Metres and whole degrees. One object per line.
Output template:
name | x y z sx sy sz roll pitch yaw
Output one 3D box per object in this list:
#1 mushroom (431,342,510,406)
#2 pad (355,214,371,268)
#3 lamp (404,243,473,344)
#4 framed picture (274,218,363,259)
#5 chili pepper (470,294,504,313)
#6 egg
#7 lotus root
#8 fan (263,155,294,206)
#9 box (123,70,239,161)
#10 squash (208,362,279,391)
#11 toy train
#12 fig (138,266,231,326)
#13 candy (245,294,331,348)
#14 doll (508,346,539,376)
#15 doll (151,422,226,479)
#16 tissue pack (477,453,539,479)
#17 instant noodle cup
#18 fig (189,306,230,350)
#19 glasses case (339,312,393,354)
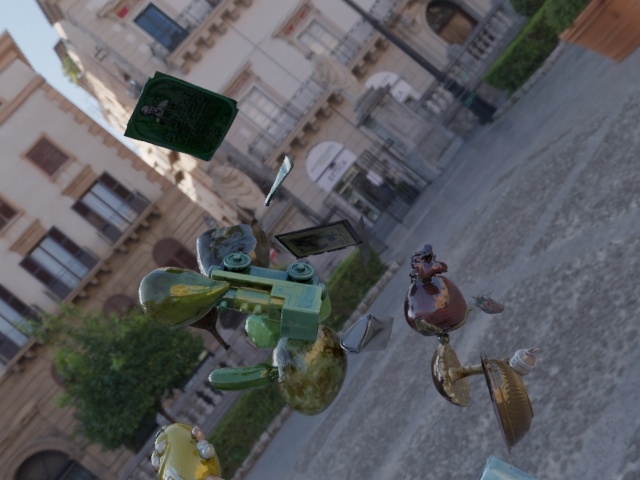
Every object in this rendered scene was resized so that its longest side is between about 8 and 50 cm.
mushroom | 0.512 0.463 2.037 0.233 0.301 0.208 21 -97 -51
pad | 0.145 0.005 2.053 0.003 0.157 0.112 -4 31 20
lamp | 0.265 0.144 1.470 0.151 0.223 0.215 -33 -12 -3
framed picture | 0.000 0.000 1.590 0.199 0.010 0.195 -13 -21 12
chili pepper | 0.446 0.172 1.610 0.041 0.050 0.153 -39 -37 23
egg | -0.033 0.393 1.873 0.238 0.238 0.289 130 139 -65
lotus root | -0.302 0.079 2.157 0.149 0.267 0.260 98 161 -44
fan | -0.113 -0.152 1.601 0.016 0.038 0.193 -7 -30 -33
box | -0.476 -0.438 2.079 0.264 0.336 0.106 -55 40 26
squash | -0.220 0.392 1.731 0.219 0.068 0.077 -10 20 14
toy train | -0.168 0.159 1.789 0.237 0.369 0.150 -76 -6 -56
fig | -0.356 0.153 1.571 0.167 0.233 0.167 17 -90 -77
candy | -0.101 0.261 2.086 0.132 0.142 0.343 -5 11 40
doll | 0.612 0.364 1.844 0.127 0.073 0.084 -56 11 17
doll | -0.349 0.697 1.711 0.161 0.348 0.423 4 -15 -41
tissue pack | 0.426 0.567 1.209 0.089 0.263 0.177 -20 -48 -65
instant noodle cup | 0.507 0.426 1.624 0.090 0.274 0.274 -16 7 9
fig | -0.420 0.267 2.278 0.190 0.290 0.191 -49 -26 -34
glasses case | 0.139 0.268 1.787 0.128 0.083 0.308 -63 -21 1
